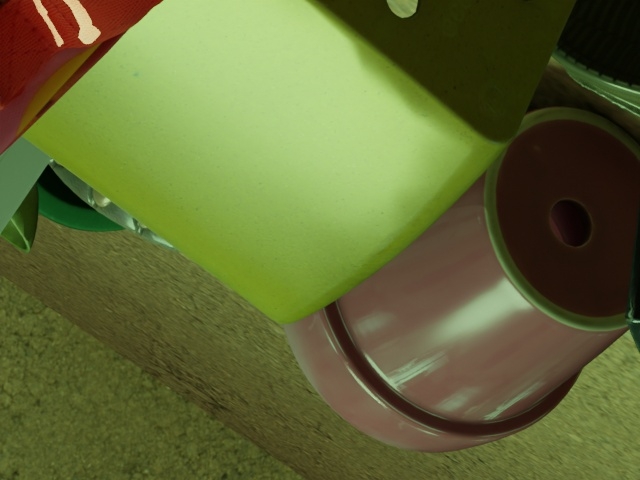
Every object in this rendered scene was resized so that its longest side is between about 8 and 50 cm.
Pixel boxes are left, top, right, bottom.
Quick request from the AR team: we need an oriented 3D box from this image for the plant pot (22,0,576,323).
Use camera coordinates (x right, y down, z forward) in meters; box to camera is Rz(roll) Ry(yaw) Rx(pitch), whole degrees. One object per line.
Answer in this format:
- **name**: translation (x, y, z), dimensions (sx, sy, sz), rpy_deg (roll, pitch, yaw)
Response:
- **plant pot**: translation (0.002, -0.114, 0.810), dimensions (0.212, 0.212, 0.187), rpy_deg (38, 153, -22)

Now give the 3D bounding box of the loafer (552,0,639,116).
- **loafer**: translation (0.172, -0.073, 0.859), dimensions (0.148, 0.056, 0.050), rpy_deg (25, 159, 27)

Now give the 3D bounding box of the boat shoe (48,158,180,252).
- **boat shoe**: translation (-0.140, -0.135, 1.168), dimensions (0.355, 0.132, 0.130), rpy_deg (44, -150, 5)

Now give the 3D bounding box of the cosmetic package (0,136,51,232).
- **cosmetic package**: translation (-0.246, -0.118, 0.931), dimensions (0.097, 0.377, 0.284), rpy_deg (22, 165, 37)

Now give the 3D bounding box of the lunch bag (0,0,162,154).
- **lunch bag**: translation (-0.110, -0.151, 0.636), dimensions (0.258, 0.293, 0.120), rpy_deg (37, 174, 43)

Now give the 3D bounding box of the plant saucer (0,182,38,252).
- **plant saucer**: translation (-0.263, -0.091, 1.211), dimensions (0.241, 0.037, 0.241), rpy_deg (43, 169, 11)

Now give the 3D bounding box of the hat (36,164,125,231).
- **hat**: translation (-0.167, -0.117, 1.375), dimensions (0.173, 0.208, 0.183), rpy_deg (15, -154, -21)

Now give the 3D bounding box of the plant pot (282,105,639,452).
- **plant pot**: translation (0.102, 0.012, 1.071), dimensions (0.201, 0.201, 0.180), rpy_deg (35, 151, -15)

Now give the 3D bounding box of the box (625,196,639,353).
- **box**: translation (0.238, 0.027, 0.788), dimensions (0.165, 0.143, 0.270), rpy_deg (1, 155, 22)
